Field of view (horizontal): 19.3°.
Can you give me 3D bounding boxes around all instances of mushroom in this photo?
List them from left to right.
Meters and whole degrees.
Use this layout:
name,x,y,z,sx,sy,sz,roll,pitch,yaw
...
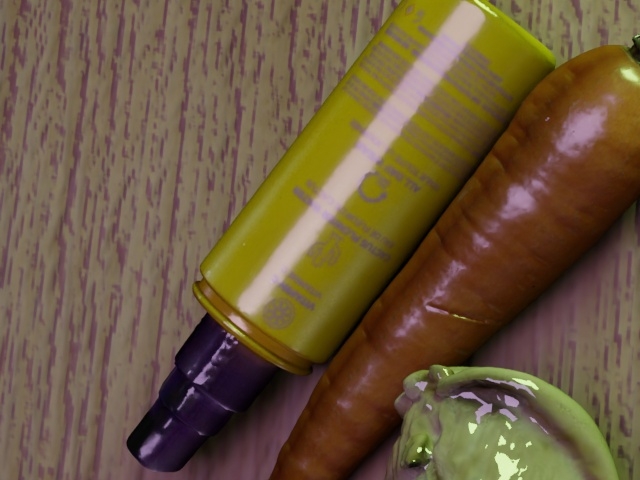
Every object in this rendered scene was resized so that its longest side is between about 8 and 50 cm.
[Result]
name,x,y,z,sx,sy,sz,roll,pitch,yaw
mushroom,0.101,0.238,0.770,0.177,0.126,0.397,-29,67,7

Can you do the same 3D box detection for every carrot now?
name,x,y,z,sx,sy,sz,roll,pitch,yaw
carrot,0.062,0.024,0.875,0.336,0.069,0.069,-50,63,15

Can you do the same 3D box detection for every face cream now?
name,x,y,z,sx,sy,sz,roll,pitch,yaw
face cream,0.000,0.000,0.895,0.078,0.078,0.273,41,98,27
